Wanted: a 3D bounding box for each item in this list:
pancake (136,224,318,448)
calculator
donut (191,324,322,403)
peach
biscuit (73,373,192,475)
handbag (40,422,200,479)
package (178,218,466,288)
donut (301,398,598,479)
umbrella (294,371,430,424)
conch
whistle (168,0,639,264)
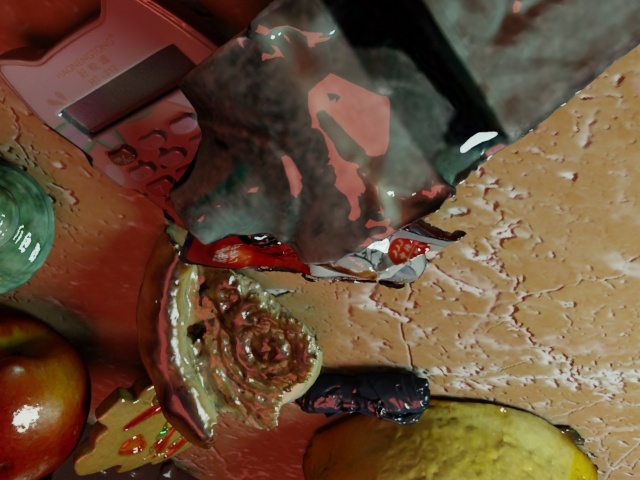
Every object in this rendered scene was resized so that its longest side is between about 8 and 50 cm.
[{"bbox_3d":[-0.137,0.130,0.987,0.257,0.056,0.212,42,108,-9],"label":"pancake"},{"bbox_3d":[-0.125,-0.102,0.807,0.220,0.048,0.329,-21,132,31],"label":"calculator"},{"bbox_3d":[-0.084,0.155,1.060,0.166,0.065,0.108,11,116,-2],"label":"donut"},{"bbox_3d":[-0.404,0.222,1.093,0.199,0.243,0.243,15,140,-12],"label":"peach"},{"bbox_3d":[-0.220,0.250,1.158,0.212,0.041,0.238,-48,148,-1],"label":"biscuit"},{"bbox_3d":[-0.331,0.441,1.299,0.260,0.275,0.084,35,136,-23],"label":"handbag"},{"bbox_3d":[0.000,0.000,0.850,0.269,0.071,0.194,9,148,-11],"label":"package"},{"bbox_3d":[0.176,0.389,1.188,0.435,0.163,0.378,11,133,4],"label":"donut"},{"bbox_3d":[0.018,0.202,1.104,0.248,0.071,0.071,1,138,15],"label":"umbrella"},{"bbox_3d":[-0.377,-0.019,0.903,0.188,0.122,0.176,-26,103,31],"label":"conch"},{"bbox_3d":[0.070,-0.129,0.589,0.404,0.188,0.168,-28,103,32],"label":"whistle"}]
